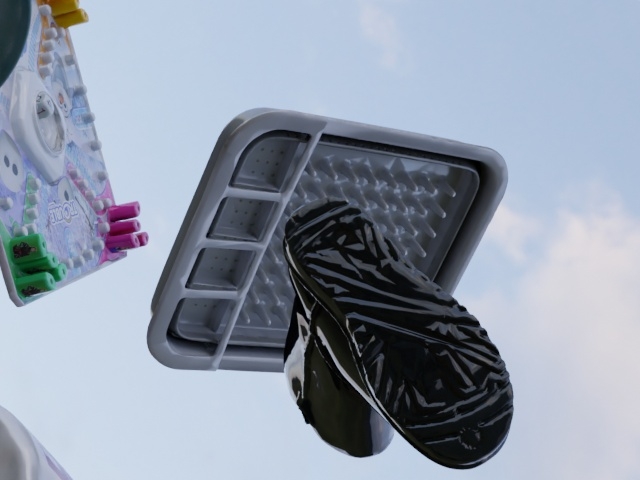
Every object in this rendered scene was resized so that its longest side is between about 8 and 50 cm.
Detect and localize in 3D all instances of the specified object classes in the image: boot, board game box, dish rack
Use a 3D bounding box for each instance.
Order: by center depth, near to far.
[{"bbox_3d":[0.051,0.109,1.092,0.246,0.094,0.207,51,-21,30],"label":"boot"},{"bbox_3d":[0.000,0.000,1.403,0.072,0.333,0.285,51,-55,46],"label":"dish rack"},{"bbox_3d":[-0.331,-0.143,1.753,0.050,0.390,0.389,-13,-85,12],"label":"board game box"}]

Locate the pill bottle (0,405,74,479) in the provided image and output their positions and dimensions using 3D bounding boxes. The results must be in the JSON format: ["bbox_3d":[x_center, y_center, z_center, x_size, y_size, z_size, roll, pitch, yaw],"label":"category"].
[{"bbox_3d":[-0.260,0.259,1.175,0.169,0.169,0.301,38,-18,29],"label":"pill bottle"}]

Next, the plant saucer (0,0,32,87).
[{"bbox_3d":[-0.445,-0.226,1.411,0.043,0.318,0.317,-117,-149,-41],"label":"plant saucer"}]
